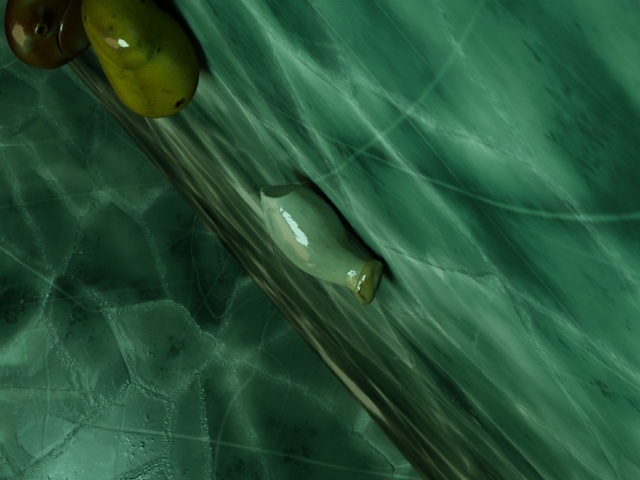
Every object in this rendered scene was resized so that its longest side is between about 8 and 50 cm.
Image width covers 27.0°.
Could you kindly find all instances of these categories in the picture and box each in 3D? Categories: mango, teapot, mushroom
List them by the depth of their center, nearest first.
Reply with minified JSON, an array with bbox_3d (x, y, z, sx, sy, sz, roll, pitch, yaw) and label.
[{"bbox_3d":[-0.236,-0.261,1.769,0.177,0.120,0.295,56,172,11],"label":"mango"},{"bbox_3d":[0.001,-0.001,1.794,0.212,0.088,0.097,43,139,8],"label":"mushroom"},{"bbox_3d":[-0.372,-0.337,1.997,0.135,0.178,0.252,28,-156,15],"label":"teapot"}]
